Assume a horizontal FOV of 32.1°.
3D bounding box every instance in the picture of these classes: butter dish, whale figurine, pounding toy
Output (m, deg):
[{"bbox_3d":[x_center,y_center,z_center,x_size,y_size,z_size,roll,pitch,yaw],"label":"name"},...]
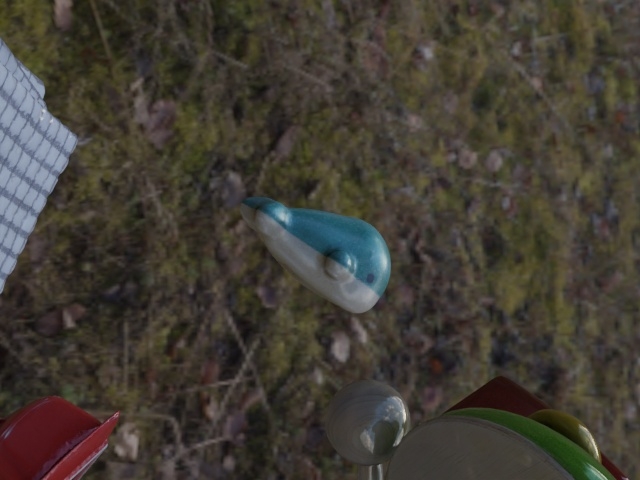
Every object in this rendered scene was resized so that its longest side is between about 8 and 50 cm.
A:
[{"bbox_3d":[-0.306,0.217,1.125,0.118,0.160,0.160,45,39,3],"label":"butter dish"},{"bbox_3d":[0.000,0.000,1.781,0.272,0.216,0.141,39,83,-25],"label":"whale figurine"},{"bbox_3d":[0.120,0.161,0.641,0.110,0.236,0.183,-22,106,-36],"label":"pounding toy"}]

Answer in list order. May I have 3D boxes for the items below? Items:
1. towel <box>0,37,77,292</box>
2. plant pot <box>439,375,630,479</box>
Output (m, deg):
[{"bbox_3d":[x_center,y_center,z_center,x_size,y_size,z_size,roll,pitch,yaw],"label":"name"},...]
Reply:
[{"bbox_3d":[-0.285,-0.037,0.699,0.284,0.121,0.235,58,56,-76],"label":"towel"},{"bbox_3d":[0.239,0.336,1.399,0.267,0.267,0.236,51,4,-48],"label":"plant pot"}]
